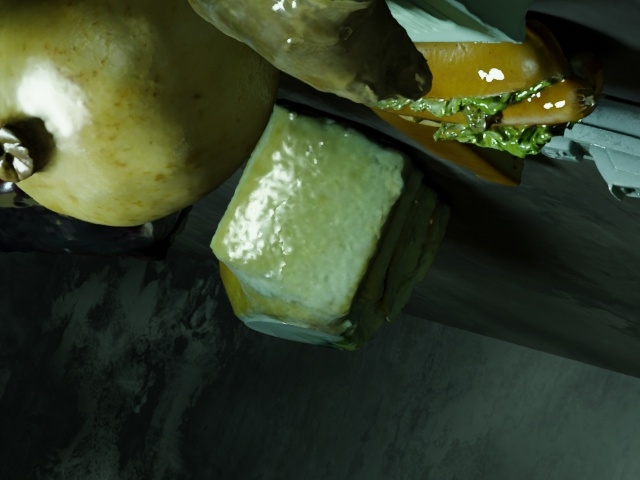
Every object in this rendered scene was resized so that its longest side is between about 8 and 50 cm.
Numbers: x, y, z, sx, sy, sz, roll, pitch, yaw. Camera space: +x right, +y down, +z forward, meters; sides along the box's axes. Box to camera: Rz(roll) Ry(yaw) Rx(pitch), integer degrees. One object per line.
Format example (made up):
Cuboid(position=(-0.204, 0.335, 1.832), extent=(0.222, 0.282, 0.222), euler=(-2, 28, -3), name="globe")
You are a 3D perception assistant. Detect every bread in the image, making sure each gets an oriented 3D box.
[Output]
Cuboid(position=(-0.003, 0.002, 2.470), extent=(0.239, 0.264, 0.395), euler=(23, 174, 15), name="bread")
Cuboid(position=(0.138, -0.117, 2.048), extent=(0.088, 0.049, 0.226), euler=(16, 171, 32), name="bread")

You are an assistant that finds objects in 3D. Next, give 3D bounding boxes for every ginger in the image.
Cuboid(position=(-0.027, -0.193, 1.474), extent=(0.270, 0.123, 0.219), euler=(55, 157, -19), name="ginger")

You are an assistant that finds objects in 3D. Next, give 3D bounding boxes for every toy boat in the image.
Cuboid(position=(0.240, -0.094, 1.803), extent=(0.260, 0.085, 0.078), euler=(17, 172, 28), name="toy boat")

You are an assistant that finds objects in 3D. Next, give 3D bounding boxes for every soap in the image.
Cuboid(position=(0.076, -0.205, 1.554), extent=(0.114, 0.063, 0.198), euler=(27, 170, -30), name="soap")

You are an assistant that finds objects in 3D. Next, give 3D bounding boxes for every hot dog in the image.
Cuboid(position=(0.127, -0.140, 1.729), extent=(0.135, 0.100, 0.337), euler=(27, 171, -32), name="hot dog")

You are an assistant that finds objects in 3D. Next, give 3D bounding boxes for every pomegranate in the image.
Cuboid(position=(-0.180, -0.163, 1.752), extent=(0.307, 0.307, 0.307), euler=(20, 172, 3), name="pomegranate")

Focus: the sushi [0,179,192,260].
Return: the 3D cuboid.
Cuboid(position=(-0.275, -0.125, 2.026), extent=(0.294, 0.300, 0.281), euler=(5, -172, -1), name="sushi")
